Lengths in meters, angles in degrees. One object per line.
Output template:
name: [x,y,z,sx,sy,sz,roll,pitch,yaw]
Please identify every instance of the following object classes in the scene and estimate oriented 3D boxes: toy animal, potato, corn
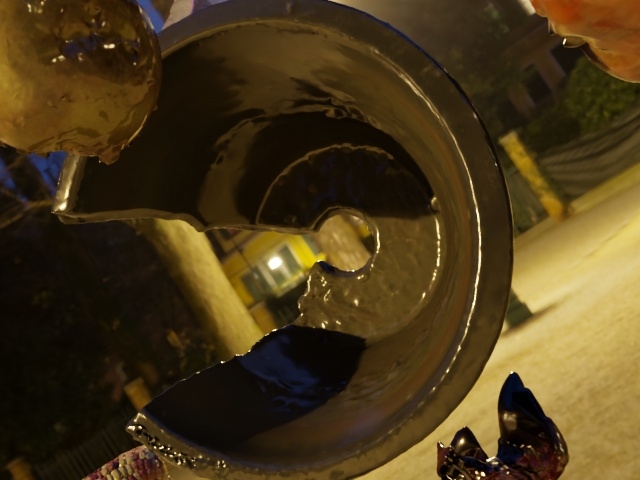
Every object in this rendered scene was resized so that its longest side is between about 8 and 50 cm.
toy animal: [0.185,0.242,0.837,0.116,0.180,0.218,19,-87,-66]
potato: [-0.145,-0.113,0.407,0.089,0.172,0.100,-51,12,25]
corn: [-0.296,0.343,1.097,0.253,0.086,0.086,-30,-4,-23]

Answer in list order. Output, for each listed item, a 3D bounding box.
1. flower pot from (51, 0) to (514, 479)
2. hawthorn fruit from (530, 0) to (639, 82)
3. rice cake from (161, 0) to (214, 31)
flower pot: [0.000,0.000,0.781,0.379,0.379,0.251,-34,-12,16]
hawthorn fruit: [0.267,-0.249,0.675,0.251,0.199,0.199,-50,-10,22]
rice cake: [-0.210,-0.280,1.359,0.070,0.064,0.399,-29,32,20]
